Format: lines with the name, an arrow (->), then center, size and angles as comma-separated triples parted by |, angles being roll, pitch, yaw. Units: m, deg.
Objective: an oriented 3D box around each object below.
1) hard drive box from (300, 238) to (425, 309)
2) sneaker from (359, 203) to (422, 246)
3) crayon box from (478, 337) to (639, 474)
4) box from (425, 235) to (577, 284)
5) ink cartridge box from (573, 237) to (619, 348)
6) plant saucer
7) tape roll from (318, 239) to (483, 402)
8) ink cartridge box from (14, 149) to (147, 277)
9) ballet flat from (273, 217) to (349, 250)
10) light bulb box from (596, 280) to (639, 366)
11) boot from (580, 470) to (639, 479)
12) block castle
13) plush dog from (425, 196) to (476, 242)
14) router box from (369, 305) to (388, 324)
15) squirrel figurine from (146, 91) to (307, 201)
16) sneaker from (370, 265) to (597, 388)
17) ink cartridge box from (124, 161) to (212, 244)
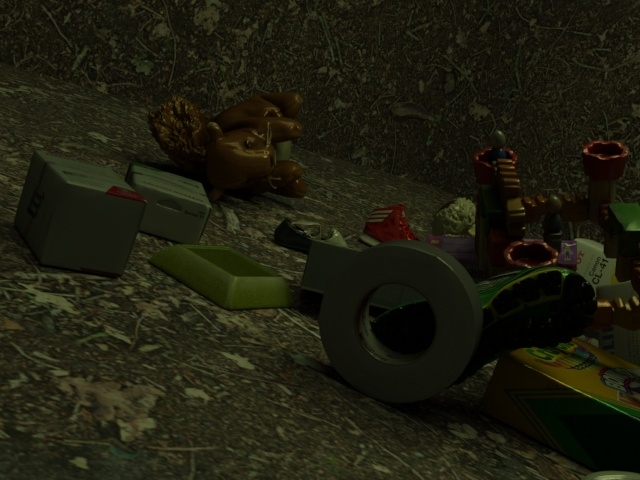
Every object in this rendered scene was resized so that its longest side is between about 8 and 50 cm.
hard drive box -> 0.088, 0.067, 1.572 | 0.232, 0.089, 0.181 | 14, -2, 2
sneaker -> 0.216, -0.018, 2.270 | 0.221, 0.128, 0.087 | 22, 12, 12
crayon box -> 0.459, 0.264, 1.424 | 0.313, 0.106, 0.363 | 26, 12, 24
box -> 0.363, 0.066, 1.820 | 0.294, 0.057, 0.201 | 2, -29, 12
ink cartridge box -> 0.705, 0.155, 2.089 | 0.306, 0.226, 0.131 | 27, 11, 33
plant saucer -> -0.154, 0.053, 1.480 | 0.188, 0.045, 0.188 | 28, 13, 31
tape roll -> 0.111, 0.110, 1.236 | 0.219, 0.219, 0.072 | 24, 12, 13
ink cartridge box -> -0.363, -0.043, 1.339 | 0.128, 0.127, 0.176 | 12, 14, -35
ballet flat -> 0.000, 0.000, 1.949 | 0.203, 0.074, 0.074 | 18, 11, -14
light bulb box -> 0.773, 0.190, 1.668 | 0.358, 0.225, 0.361 | 14, -20, -30
boot -> 0.401, 0.349, 0.979 | 0.244, 0.088, 0.176 | 24, 12, -4
block castle -> 0.435, -0.037, 1.575 | 0.303, 0.212, 0.453 | -3, 30, 3
plush dog -> 0.362, 0.040, 2.064 | 0.226, 0.262, 0.210 | -9, 56, -24
router box -> 0.100, 0.148, 1.502 | 0.092, 0.038, 0.122 | 15, 12, -31
squirrel figurine -> -0.239, -0.218, 2.232 | 0.397, 0.280, 0.370 | 9, 19, 11
sneaker -> 0.230, 0.127, 1.320 | 0.344, 0.134, 0.146 | -15, 3, 12
ink cartridge box -> -0.298, -0.072, 1.701 | 0.153, 0.086, 0.208 | 18, 11, -16
